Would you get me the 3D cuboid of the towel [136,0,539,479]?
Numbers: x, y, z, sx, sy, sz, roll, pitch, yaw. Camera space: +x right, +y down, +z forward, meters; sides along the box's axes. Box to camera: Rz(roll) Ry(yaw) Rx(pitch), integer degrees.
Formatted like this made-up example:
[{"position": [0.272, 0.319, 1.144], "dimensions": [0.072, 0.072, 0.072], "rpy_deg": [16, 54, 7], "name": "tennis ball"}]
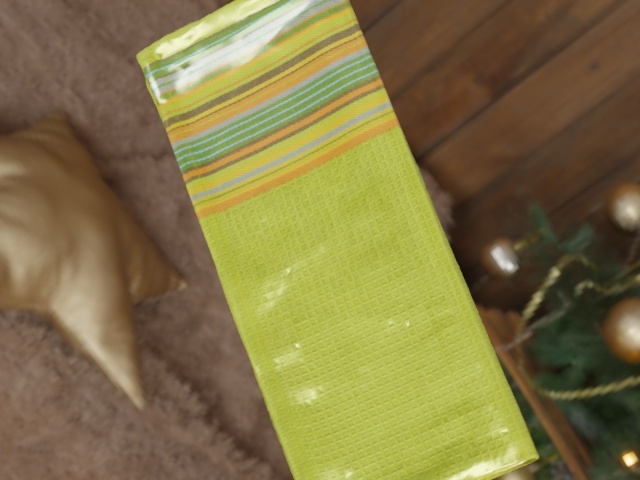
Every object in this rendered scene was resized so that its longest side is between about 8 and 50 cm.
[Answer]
[{"position": [0.000, 0.000, 0.580], "dimensions": [0.021, 0.102, 0.237], "rpy_deg": [21, 45, -63], "name": "towel"}]
